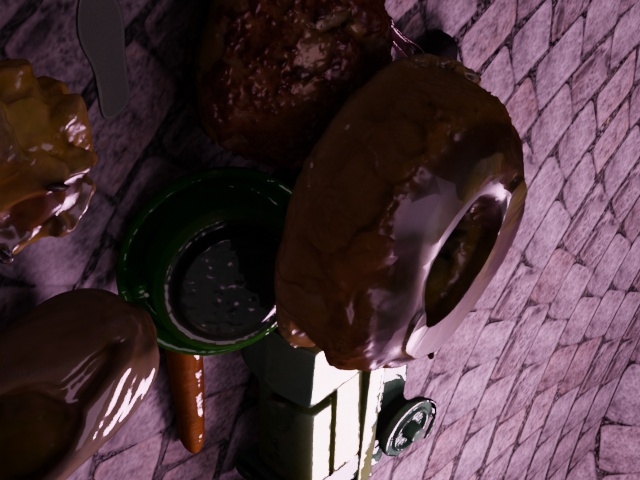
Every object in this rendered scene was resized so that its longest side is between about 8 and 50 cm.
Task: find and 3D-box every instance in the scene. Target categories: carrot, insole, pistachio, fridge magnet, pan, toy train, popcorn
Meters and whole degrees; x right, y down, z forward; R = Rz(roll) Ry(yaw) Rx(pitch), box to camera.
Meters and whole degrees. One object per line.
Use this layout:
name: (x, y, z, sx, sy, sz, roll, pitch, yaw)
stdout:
carrot: (-0.147, 0.163, 1.710, 0.043, 0.043, 0.248, -44, 153, -31)
insole: (-0.185, -0.162, 1.334, 0.053, 0.002, 0.152, -44, 151, -31)
pistachio: (-0.246, 0.139, 1.389, 0.238, 0.138, 0.153, -47, -174, -25)
fridge magnet: (-0.099, 0.025, 1.530, 0.208, 0.088, 0.208, -10, 119, -19)
pan: (0.116, -0.209, 1.805, 0.115, 0.040, 0.212, -63, 156, -7)
toy train: (0.021, 0.166, 1.905, 0.253, 0.160, 0.397, -33, 144, -33)
popcorn: (-0.241, -0.062, 1.187, 0.148, 0.152, 0.167, -34, 147, -7)

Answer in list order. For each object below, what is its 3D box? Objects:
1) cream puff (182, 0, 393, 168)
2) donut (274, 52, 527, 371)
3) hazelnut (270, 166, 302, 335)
cream puff: (-0.024, -0.174, 1.448, 0.240, 0.164, 0.240, -36, 145, -31)
donut: (0.085, -0.009, 1.475, 0.330, 0.160, 0.330, -37, 150, -26)
hazelnut: (-0.006, 0.001, 1.658, 0.170, 0.160, 0.201, -29, 153, -49)
